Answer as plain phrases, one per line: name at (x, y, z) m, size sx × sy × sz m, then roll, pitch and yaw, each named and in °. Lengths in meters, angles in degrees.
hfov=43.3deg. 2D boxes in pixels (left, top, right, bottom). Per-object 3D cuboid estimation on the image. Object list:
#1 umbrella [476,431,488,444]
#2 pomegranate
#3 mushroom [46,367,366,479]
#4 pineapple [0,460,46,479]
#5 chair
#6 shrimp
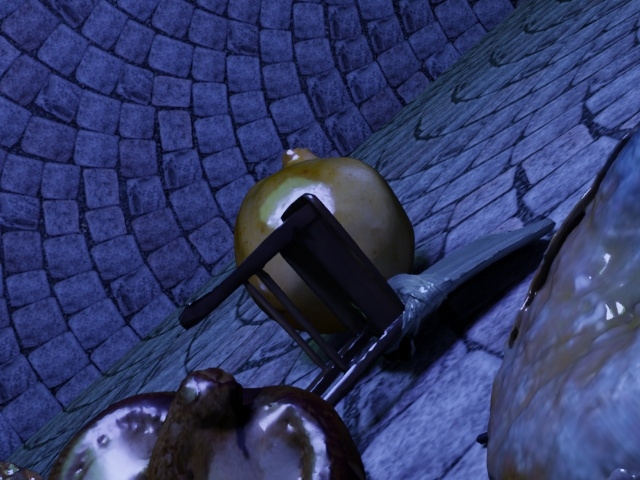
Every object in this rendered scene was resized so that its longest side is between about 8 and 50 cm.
umbrella at (0.182, 0.087, 0.447) m, size 0.269 × 0.044 × 0.044 m, roll -43°, pitch 29°, yaw 51°
pomegranate at (0.003, 0.007, 0.961) m, size 0.233 × 0.233 × 0.233 m, roll -39°, pitch 9°, yaw 7°
mushroom at (-0.076, 0.191, 0.548) m, size 0.231 × 0.138 × 0.194 m, roll 0°, pitch 70°, yaw 25°
pineapple at (-0.417, 0.428, 0.889) m, size 0.165 × 0.165 × 0.365 m, roll -29°, pitch 23°, yaw 50°
chair at (0.039, 0.029, 0.765) m, size 0.319 × 0.186 × 0.160 m, roll -42°, pitch 0°, yaw -12°
shrimp at (0.210, -0.050, 0.332) m, size 0.446 × 0.110 × 0.221 m, roll -55°, pitch 2°, yaw 17°
